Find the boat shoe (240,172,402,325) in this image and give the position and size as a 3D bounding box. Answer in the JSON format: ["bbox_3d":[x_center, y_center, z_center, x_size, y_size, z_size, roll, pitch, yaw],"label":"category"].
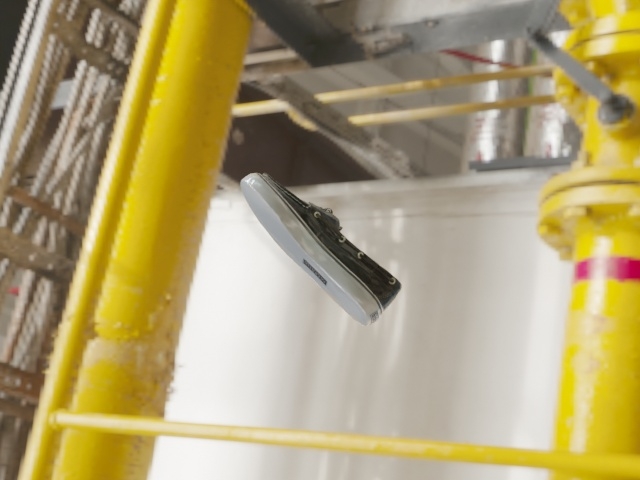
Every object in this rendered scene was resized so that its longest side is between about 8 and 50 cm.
[{"bbox_3d":[0.000,0.000,0.814,0.040,0.049,0.142,-41,-97,-19],"label":"boat shoe"}]
